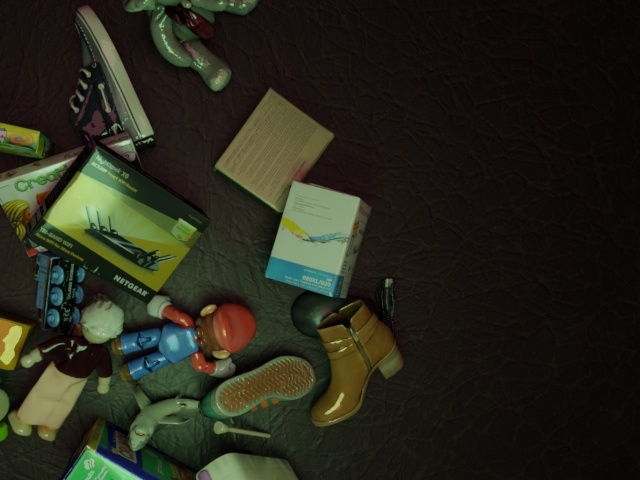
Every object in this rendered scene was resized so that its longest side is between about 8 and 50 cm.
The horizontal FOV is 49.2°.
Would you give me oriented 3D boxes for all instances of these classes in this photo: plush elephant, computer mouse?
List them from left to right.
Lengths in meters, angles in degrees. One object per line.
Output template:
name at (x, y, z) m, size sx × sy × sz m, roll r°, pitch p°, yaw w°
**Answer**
plush elephant at (-0.297, -0.542, 1.548) m, size 0.330 × 0.255 × 0.272 m, roll 27°, pitch 84°, yaw -11°
computer mouse at (0.065, 0.183, 1.715) m, size 0.272 × 0.072 × 0.188 m, roll 4°, pitch 89°, yaw -13°

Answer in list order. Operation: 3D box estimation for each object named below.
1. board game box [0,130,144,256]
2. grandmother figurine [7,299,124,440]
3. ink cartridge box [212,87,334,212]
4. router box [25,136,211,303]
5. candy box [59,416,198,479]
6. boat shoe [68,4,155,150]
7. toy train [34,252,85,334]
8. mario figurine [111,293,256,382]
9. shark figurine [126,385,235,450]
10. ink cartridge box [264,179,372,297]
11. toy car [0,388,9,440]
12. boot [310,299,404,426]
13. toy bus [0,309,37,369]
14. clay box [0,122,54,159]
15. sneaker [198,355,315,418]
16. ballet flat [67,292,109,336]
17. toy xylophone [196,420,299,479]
board game box at (-0.536, -0.103, 1.547) m, size 0.305 × 0.053 × 0.193 m, roll -22°, pitch 126°, yaw -11°
grandmother figurine at (-0.541, 0.271, 1.507) m, size 0.342 × 0.104 × 0.208 m, roll -53°, pitch 139°, yaw 9°
ink cartridge box at (-0.114, -0.211, 1.672) m, size 0.193 × 0.088 × 0.234 m, roll 36°, pitch 82°, yaw -11°
router box at (-0.435, -0.037, 1.526) m, size 0.309 × 0.081 × 0.243 m, roll 35°, pitch 94°, yaw -33°
candy box at (-0.387, 0.531, 1.509) m, size 0.317 × 0.268 × 0.122 m, roll 33°, pitch 83°, yaw -11°
boat shoe at (-0.508, -0.339, 1.560) m, size 0.158 × 0.127 × 0.340 m, roll -26°, pitch 99°, yaw -14°
toy train at (-0.586, 0.114, 1.557) m, size 0.080 × 0.105 × 0.184 m, roll -2°, pitch 103°, yaw -55°
mario figurine at (-0.306, 0.228, 1.629) m, size 0.320 × 0.170 × 0.198 m, roll -14°, pitch 134°, yaw -3°
shark figurine at (-0.339, 0.421, 1.626) m, size 0.278 × 0.166 × 0.116 m, roll 0°, pitch 124°, yaw -38°
ink cartridge box at (0.000, 0.000, 1.624) m, size 0.168 × 0.171 × 0.232 m, roll 15°, pitch 88°, yaw 14°
toy car at (-0.772, 0.346, 1.479) m, size 0.149 × 0.188 × 0.155 m, roll -22°, pitch 117°, yaw -53°
boot at (0.050, 0.289, 1.647) m, size 0.283 × 0.109 × 0.220 m, roll -35°, pitch 120°, yaw -2°
toy bus at (-0.796, 0.175, 1.493) m, size 0.333 × 0.130 × 0.108 m, roll 20°, pitch 86°, yaw -12°
clay box at (-0.650, -0.211, 1.484) m, size 0.127 × 0.222 × 0.053 m, roll 11°, pitch 87°, yaw -13°
sneaker at (-0.150, 0.344, 1.634) m, size 0.302 × 0.121 × 0.108 m, roll -6°, pitch 76°, yaw -43°
ballet flat at (-0.536, 0.208, 1.585) m, size 0.070 × 0.070 × 0.188 m, roll 27°, pitch 84°, yaw -11°
toy xylophone at (-0.146, 0.534, 1.572) m, size 0.081 × 0.236 × 0.323 m, roll -45°, pitch 136°, yaw 10°
